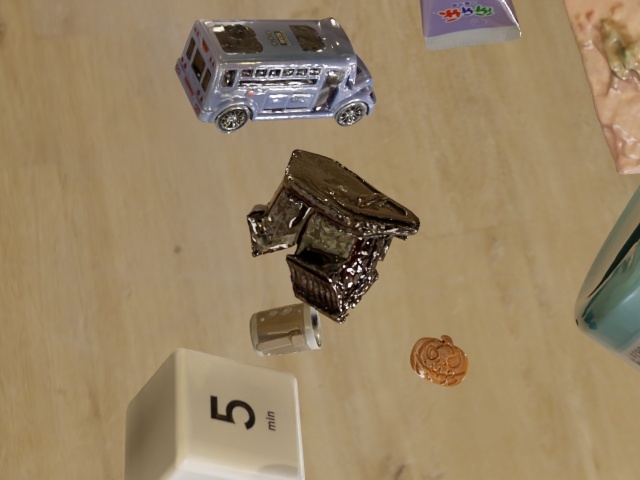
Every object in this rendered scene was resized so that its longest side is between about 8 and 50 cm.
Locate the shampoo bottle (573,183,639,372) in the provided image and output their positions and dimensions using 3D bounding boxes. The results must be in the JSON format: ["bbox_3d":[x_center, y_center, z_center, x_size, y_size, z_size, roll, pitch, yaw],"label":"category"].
[{"bbox_3d":[0.433,0.028,0.939,0.343,0.331,0.331,33,67,6],"label":"shampoo bottle"}]

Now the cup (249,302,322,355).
[{"bbox_3d":[-0.054,0.147,1.752,0.099,0.074,0.102,-10,38,11],"label":"cup"}]

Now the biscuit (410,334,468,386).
[{"bbox_3d":[0.183,0.182,1.757,0.091,0.015,0.078,18,104,10],"label":"biscuit"}]

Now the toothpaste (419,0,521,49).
[{"bbox_3d":[0.157,-0.357,1.360,0.125,0.371,0.080,-5,59,13],"label":"toothpaste"}]

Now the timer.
[{"bbox_3d":[-0.154,0.291,1.630,0.195,0.192,0.194,17,47,-26],"label":"timer"}]

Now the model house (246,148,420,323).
[{"bbox_3d":[0.001,-0.005,1.520,0.203,0.164,0.141,38,32,26],"label":"model house"}]

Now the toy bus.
[{"bbox_3d":[-0.049,-0.246,1.650,0.292,0.133,0.125,-6,53,-30],"label":"toy bus"}]

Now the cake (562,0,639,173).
[{"bbox_3d":[0.500,-0.250,1.417,0.293,0.307,0.314,-18,94,-60],"label":"cake"}]
